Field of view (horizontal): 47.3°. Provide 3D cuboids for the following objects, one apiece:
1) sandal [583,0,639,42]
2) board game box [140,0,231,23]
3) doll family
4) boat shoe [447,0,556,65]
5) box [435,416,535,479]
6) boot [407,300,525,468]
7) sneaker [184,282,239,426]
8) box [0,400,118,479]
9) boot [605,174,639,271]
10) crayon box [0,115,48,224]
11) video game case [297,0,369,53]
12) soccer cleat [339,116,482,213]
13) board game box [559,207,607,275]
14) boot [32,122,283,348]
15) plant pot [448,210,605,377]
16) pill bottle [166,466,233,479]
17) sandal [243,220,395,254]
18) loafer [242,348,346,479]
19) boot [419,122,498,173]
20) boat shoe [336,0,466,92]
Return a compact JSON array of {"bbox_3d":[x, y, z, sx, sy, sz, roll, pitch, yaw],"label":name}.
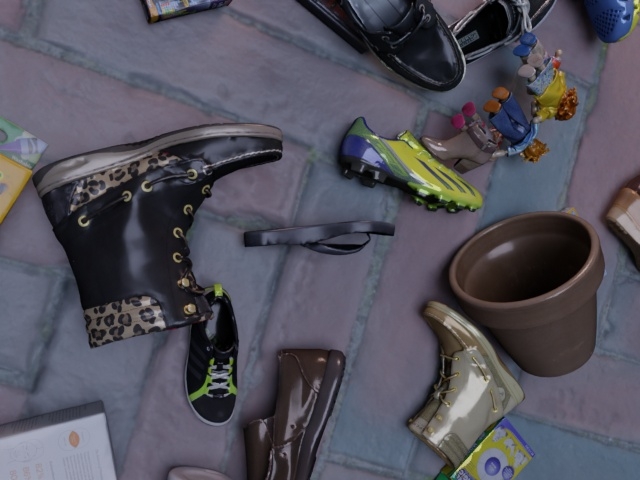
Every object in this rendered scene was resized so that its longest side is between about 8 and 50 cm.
[{"bbox_3d":[0.497,-0.520,1.380,0.138,0.126,0.317,-19,87,-17],"label":"sandal"},{"bbox_3d":[-0.232,-0.447,1.164,0.141,0.048,0.170,-20,97,-16],"label":"board game box"},{"bbox_3d":[0.367,-0.223,1.299,0.263,0.118,0.163,-48,130,5],"label":"doll family"},{"bbox_3d":[0.332,-0.410,1.326,0.306,0.105,0.113,-29,100,-16],"label":"boat shoe"},{"bbox_3d":[0.304,0.422,1.359,0.179,0.043,0.105,-43,103,-12],"label":"box"},{"bbox_3d":[0.224,0.258,1.305,0.203,0.095,0.262,-43,107,-12],"label":"boot"},{"bbox_3d":[-0.172,0.185,1.164,0.084,0.097,0.235,-4,92,-19],"label":"sneaker"},{"bbox_3d":[-0.398,0.330,1.092,0.170,0.091,0.130,-11,94,-18],"label":"box"},{"bbox_3d":[0.706,-0.035,1.464,0.207,0.090,0.248,-44,100,-11],"label":"boot"},{"bbox_3d":[-0.557,-0.056,1.031,0.203,0.083,0.323,32,80,-21],"label":"crayon box"},{"bbox_3d":[0.039,-0.506,1.263,0.275,0.035,0.248,36,80,-16],"label":"video game case"},{"bbox_3d":[0.171,-0.130,1.283,0.289,0.093,0.121,19,78,-18],"label":"soccer cleat"},{"bbox_3d":[0.482,0.027,1.423,0.103,0.026,0.154,-33,101,-15],"label":"board game box"},{"bbox_3d":[-0.213,-0.014,1.105,0.377,0.138,0.284,-14,84,-14],"label":"boot"},{"bbox_3d":[0.385,0.112,1.299,0.263,0.263,0.229,-36,120,-15],"label":"plant pot"},{"bbox_3d":[-0.205,0.463,1.148,0.112,0.112,0.187,13,86,-18],"label":"pill bottle"},{"bbox_3d":[-0.001,0.000,1.229,0.254,0.097,0.054,-6,91,-8],"label":"sandal"},{"bbox_3d":[-0.069,0.343,1.201,0.130,0.134,0.366,18,74,5],"label":"loafer"},{"bbox_3d":[0.244,-0.170,1.270,0.118,0.042,0.087,33,124,-19],"label":"boot"},{"bbox_3d":[0.116,-0.372,1.193,0.127,0.113,0.340,-37,102,11],"label":"boat shoe"}]
